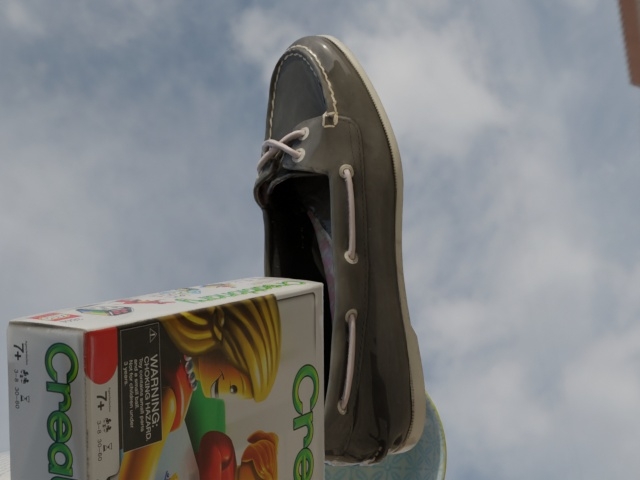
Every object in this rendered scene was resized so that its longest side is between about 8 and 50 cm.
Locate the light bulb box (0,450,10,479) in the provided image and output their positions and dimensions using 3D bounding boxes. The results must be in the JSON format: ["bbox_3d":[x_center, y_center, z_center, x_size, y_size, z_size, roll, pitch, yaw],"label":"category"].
[{"bbox_3d":[-0.255,0.340,0.814,0.225,0.361,0.358,6,-109,-75],"label":"light bulb box"}]

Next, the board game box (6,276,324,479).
[{"bbox_3d":[-0.066,0.179,0.573,0.193,0.053,0.305,-9,-80,-59],"label":"board game box"}]

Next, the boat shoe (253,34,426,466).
[{"bbox_3d":[0.000,0.000,0.856,0.095,0.112,0.335,-2,-104,-37],"label":"boat shoe"}]

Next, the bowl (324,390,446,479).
[{"bbox_3d":[0.016,0.292,1.584,0.289,0.156,0.289,1,-97,-7],"label":"bowl"}]
